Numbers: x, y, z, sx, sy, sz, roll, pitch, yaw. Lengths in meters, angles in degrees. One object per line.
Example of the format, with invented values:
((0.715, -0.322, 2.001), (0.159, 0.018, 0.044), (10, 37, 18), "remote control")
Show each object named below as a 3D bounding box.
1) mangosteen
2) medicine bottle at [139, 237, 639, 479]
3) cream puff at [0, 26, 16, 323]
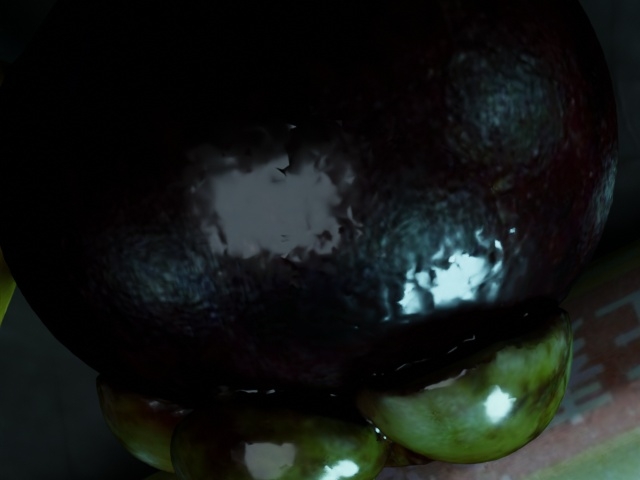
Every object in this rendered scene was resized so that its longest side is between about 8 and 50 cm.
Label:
((0.000, 0.000, 0.420), (0.194, 0.194, 0.231), (-14, 85, 14), "mangosteen")
((0.030, 0.091, 0.520), (0.426, 0.108, 0.108), (-28, 107, 17), "medicine bottle")
((-0.184, -0.036, 0.475), (0.189, 0.129, 0.189), (4, 124, 6), "cream puff")
